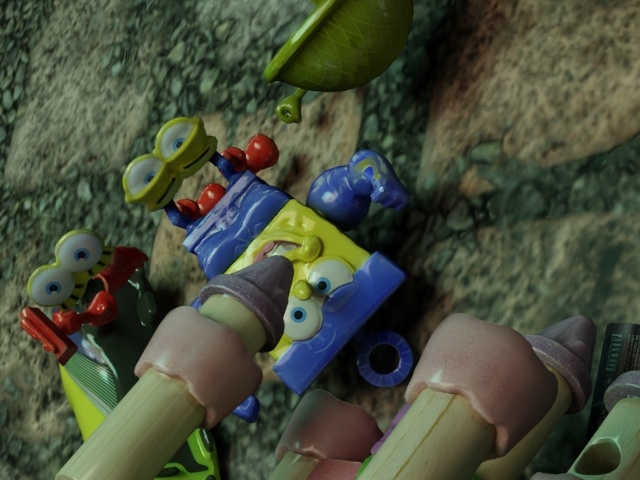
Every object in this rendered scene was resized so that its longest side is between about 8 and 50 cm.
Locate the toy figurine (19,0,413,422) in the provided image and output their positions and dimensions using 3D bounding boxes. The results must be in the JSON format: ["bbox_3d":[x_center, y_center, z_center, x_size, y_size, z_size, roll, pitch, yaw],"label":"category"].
[{"bbox_3d":[0.000,0.000,1.223,0.217,0.191,0.362,43,91,11],"label":"toy figurine"}]

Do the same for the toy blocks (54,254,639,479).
[{"bbox_3d":[0.077,0.141,0.988,0.289,0.309,0.260,-1,41,48],"label":"toy blocks"}]

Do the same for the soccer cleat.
[{"bbox_3d":[-0.139,0.144,1.358,0.121,0.093,0.289,107,151,-52],"label":"soccer cleat"}]

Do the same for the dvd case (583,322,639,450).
[{"bbox_3d":[0.224,0.129,0.958,0.221,0.018,0.164,0,75,52],"label":"dvd case"}]
